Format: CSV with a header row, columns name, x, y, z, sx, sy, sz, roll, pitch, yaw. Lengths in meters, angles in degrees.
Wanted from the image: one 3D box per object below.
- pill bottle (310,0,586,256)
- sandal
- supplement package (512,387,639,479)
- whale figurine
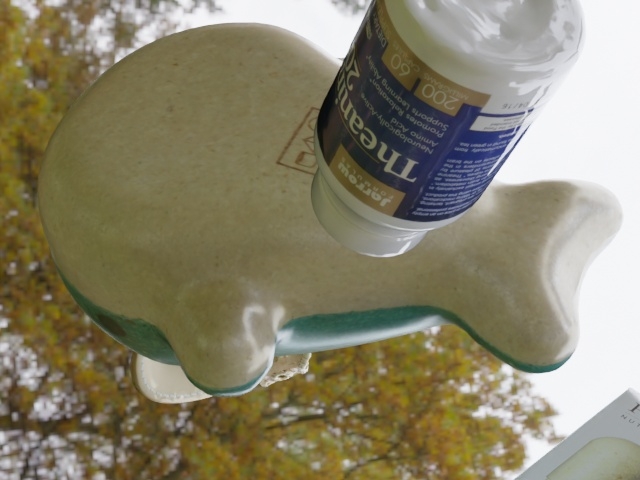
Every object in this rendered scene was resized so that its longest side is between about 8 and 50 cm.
name,x,y,z,sx,sy,sz,roll,pitch,yaw
pill bottle,0.036,-0.045,0.404,0.067,0.067,0.120,68,-27,25
sandal,-0.024,0.064,0.889,0.079,0.240,0.088,2,-77,50
supplement package,0.142,0.249,0.590,0.199,0.263,0.198,34,-50,30
whale figurine,0.000,0.000,0.566,0.272,0.216,0.141,15,-38,17
